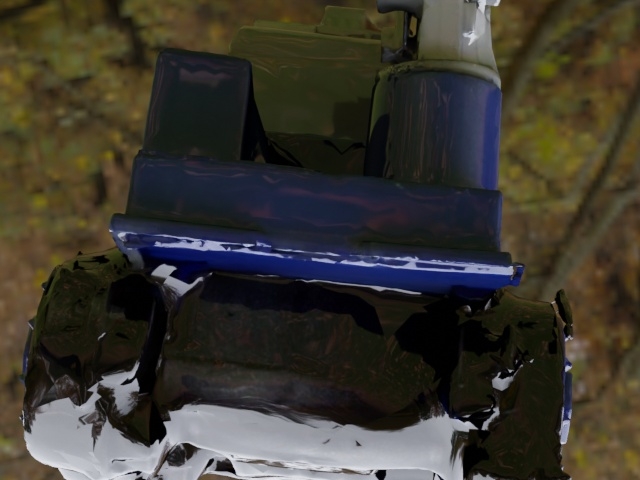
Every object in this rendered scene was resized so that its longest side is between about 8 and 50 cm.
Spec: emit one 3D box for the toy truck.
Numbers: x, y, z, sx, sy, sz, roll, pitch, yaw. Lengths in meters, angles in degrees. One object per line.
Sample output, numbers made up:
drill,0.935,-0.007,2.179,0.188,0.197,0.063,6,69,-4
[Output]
toy truck,0.000,0.000,0.581,0.161,0.177,0.213,6,169,0
